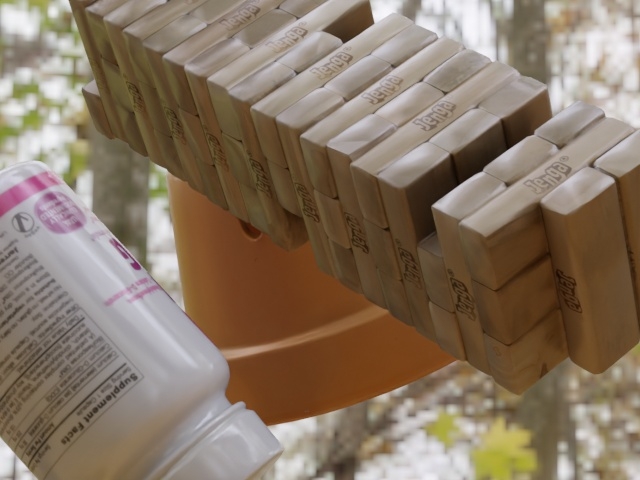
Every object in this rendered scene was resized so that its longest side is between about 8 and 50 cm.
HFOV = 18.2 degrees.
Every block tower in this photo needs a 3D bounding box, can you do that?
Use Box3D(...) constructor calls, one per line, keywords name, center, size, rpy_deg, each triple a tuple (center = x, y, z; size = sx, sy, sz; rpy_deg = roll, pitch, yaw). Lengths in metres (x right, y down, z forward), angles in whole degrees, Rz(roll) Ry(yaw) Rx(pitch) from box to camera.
Box3D(name="block tower", center=(0.010, -0.050, 0.915), size=(0.091, 0.097, 0.335), rpy_deg=(-35, 41, -24))

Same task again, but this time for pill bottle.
Box3D(name="pill bottle", center=(-0.169, 0.093, 1.452), size=(0.160, 0.283, 0.160), rpy_deg=(-42, -6, -6))

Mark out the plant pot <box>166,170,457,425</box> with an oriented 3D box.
Box3D(name="plant pot", center=(0.000, 0.000, 1.629), size=(0.291, 0.203, 0.291), rpy_deg=(-21, 11, 4))
